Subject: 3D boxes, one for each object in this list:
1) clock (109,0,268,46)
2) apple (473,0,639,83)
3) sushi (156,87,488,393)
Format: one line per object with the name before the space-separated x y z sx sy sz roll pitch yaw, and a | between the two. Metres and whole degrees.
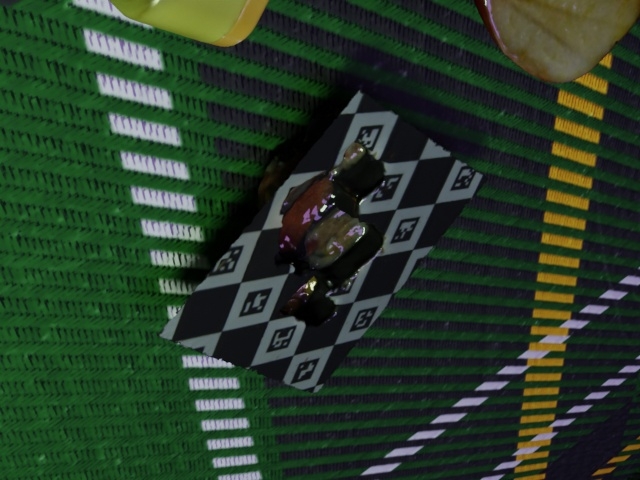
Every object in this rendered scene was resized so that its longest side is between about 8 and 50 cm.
clock | -0.067 -0.234 0.705 0.096 0.143 0.202 7 121 -49
apple | 0.256 -0.303 0.875 0.365 0.295 0.329 83 28 -46
sushi | 0.000 0.000 1.116 0.294 0.059 0.292 -51 147 7
